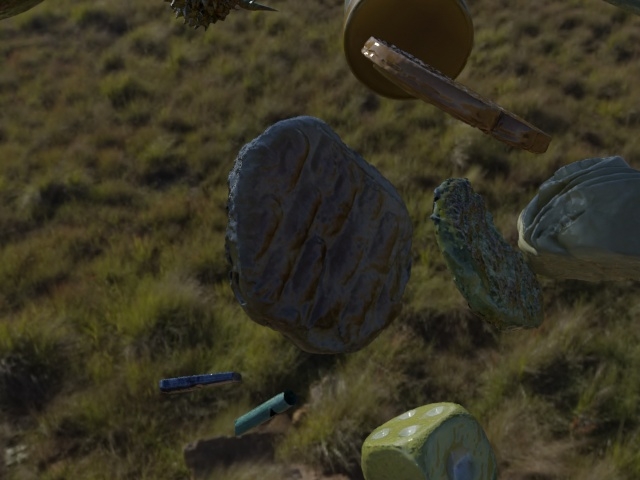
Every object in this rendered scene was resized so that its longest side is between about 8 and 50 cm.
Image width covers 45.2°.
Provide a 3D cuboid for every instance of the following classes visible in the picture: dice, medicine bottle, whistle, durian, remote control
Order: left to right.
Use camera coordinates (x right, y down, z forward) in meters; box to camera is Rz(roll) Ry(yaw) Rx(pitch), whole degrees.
[{"bbox_3d":[-0.218,0.255,1.382,0.152,0.043,0.027,-11,64,15],"label":"remote control"},{"bbox_3d":[-0.187,-0.456,1.188,0.183,0.250,0.138,8,3,23],"label":"durian"},{"bbox_3d":[-0.123,0.366,1.627,0.186,0.039,0.039,-36,15,35],"label":"whistle"},{"bbox_3d":[0.161,-0.422,1.475,0.237,0.238,0.232,-2,36,3],"label":"medicine bottle"},{"bbox_3d":[0.185,0.387,1.318,0.166,0.169,0.169,-23,-1,-38],"label":"dice"}]

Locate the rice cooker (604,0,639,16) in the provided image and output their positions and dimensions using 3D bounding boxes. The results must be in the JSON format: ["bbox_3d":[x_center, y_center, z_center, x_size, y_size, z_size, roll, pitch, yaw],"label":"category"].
[{"bbox_3d":[0.465,-0.392,0.954,0.264,0.317,0.316,-13,32,-30],"label":"rice cooker"}]

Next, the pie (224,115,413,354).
[{"bbox_3d":[0.000,0.000,0.609,0.046,0.195,0.195,-12,20,46],"label":"pie"}]

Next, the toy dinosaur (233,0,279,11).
[{"bbox_3d":[-0.139,-0.490,1.579,0.113,0.041,0.026,7,40,14],"label":"toy dinosaur"}]

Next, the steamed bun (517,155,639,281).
[{"bbox_3d":[0.509,-0.036,1.401,0.276,0.203,0.289,11,-9,2],"label":"steamed bun"}]

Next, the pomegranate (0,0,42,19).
[{"bbox_3d":[-0.344,-0.365,0.716,0.260,0.341,0.260,-3,5,0],"label":"pomegranate"}]

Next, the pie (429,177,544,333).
[{"bbox_3d":[0.345,0.042,1.602,0.078,0.371,0.296,-31,6,30],"label":"pie"}]

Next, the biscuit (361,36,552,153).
[{"bbox_3d":[0.176,-0.180,0.987,0.288,0.044,0.202,20,19,-36],"label":"biscuit"}]
